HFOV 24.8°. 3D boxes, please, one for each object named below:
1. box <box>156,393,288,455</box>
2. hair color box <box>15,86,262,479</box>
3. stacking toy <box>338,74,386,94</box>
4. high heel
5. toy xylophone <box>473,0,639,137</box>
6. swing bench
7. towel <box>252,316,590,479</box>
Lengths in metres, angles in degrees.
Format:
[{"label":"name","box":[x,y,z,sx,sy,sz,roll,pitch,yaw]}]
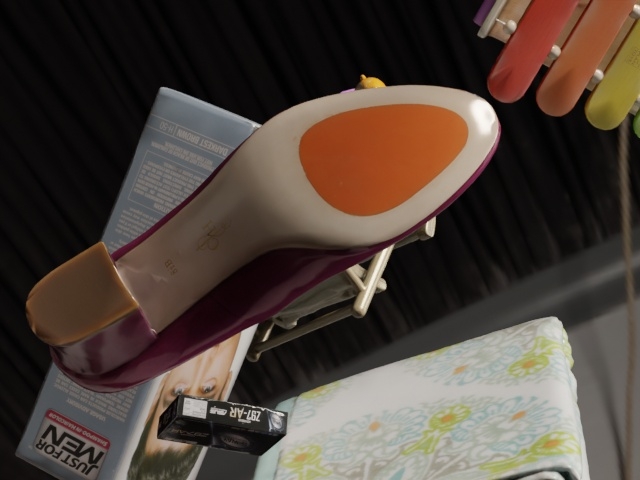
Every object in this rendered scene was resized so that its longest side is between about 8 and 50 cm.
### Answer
[{"label":"box","box":[-0.073,0.136,1.072,0.083,0.067,0.018,12,65,-16]},{"label":"hair color box","box":[-0.140,0.056,1.413,0.114,0.185,0.374,24,94,22]},{"label":"stacking toy","box":[0.058,-0.152,2.054,0.166,0.302,0.175,-17,75,-9]},{"label":"high heel","box":[-0.039,-0.001,1.116,0.377,0.181,0.127,-22,73,-1]},{"label":"toy xylophone","box":[0.318,-0.215,1.440,0.323,0.236,0.081,20,18,-7]},{"label":"swing bench","box":[0.000,0.000,1.932,0.253,0.165,0.255,-25,15,49]},{"label":"towel","box":[0.094,0.208,1.393,0.321,0.090,0.374,-16,17,11]}]
